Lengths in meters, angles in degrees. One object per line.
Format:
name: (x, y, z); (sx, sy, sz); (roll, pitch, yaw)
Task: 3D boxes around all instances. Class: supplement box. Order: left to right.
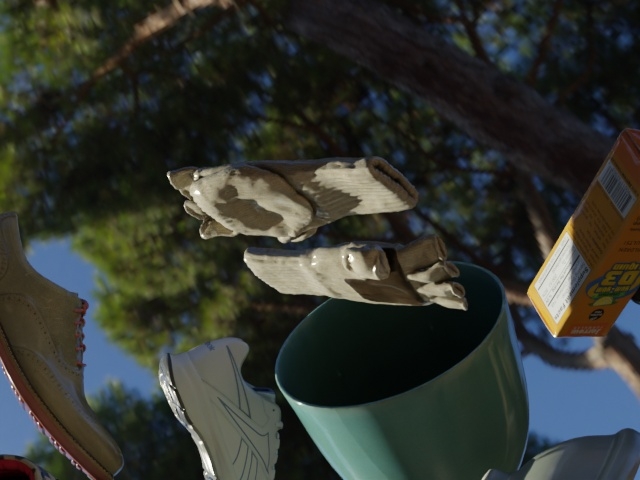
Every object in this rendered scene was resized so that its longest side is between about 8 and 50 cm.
supplement box: (0.301, -0.003, 1.456); (0.078, 0.080, 0.233); (0, -44, -27)

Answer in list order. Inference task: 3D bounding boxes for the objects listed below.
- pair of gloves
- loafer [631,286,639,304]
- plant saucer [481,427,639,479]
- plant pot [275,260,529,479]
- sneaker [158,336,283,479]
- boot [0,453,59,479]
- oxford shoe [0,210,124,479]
pair of gloves: (0.000, 0.000, 1.165); (0.204, 0.042, 0.240); (0, -26, 26)
loafer: (0.413, -0.009, 1.512); (0.223, 0.078, 0.076); (-53, -16, 20)
plant saucer: (0.129, 0.308, 1.217); (0.400, 0.100, 0.400); (-54, -10, -13)
plant pot: (0.122, 0.203, 1.745); (0.293, 0.293, 0.235); (-26, -64, -5)
sneaker: (-0.098, 0.262, 1.825); (0.129, 0.111, 0.297); (-25, -77, -16)
boot: (-0.375, 0.364, 1.510); (0.377, 0.138, 0.284); (-31, -26, 3)
oxford shoe: (-0.312, 0.122, 1.644); (0.130, 0.123, 0.348); (-33, -90, -16)
